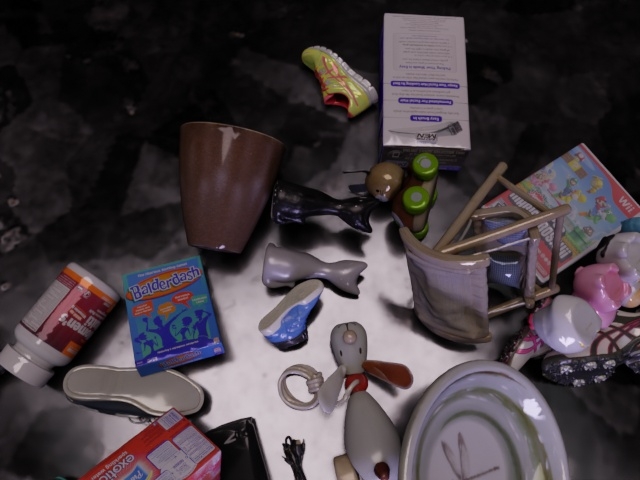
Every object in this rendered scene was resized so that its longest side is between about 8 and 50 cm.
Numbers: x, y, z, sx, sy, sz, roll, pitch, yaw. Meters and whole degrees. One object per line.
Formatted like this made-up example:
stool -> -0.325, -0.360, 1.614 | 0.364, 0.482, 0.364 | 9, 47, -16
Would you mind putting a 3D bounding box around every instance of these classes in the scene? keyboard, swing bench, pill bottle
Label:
keyboard -> -0.099, 0.477, 1.091 | 0.201, 0.033, 0.317 | -18, 72, 1
swing bench -> 0.297, 0.044, 1.107 | 0.254, 0.253, 0.165 | -34, 49, -12
pill bottle -> -0.499, 0.161, 1.154 | 0.121, 0.121, 0.221 | 32, 73, 10

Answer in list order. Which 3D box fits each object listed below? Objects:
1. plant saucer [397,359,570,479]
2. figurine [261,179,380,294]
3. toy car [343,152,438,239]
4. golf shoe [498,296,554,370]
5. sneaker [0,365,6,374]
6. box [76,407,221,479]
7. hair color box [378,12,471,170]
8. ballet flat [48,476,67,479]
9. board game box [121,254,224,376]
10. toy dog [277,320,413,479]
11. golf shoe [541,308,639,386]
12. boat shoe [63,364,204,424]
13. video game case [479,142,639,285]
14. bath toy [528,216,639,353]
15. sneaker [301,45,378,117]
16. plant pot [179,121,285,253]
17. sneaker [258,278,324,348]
plant saucer -> 0.265, 0.408, 1.029 | 0.400, 0.100, 0.400 | 9, 73, -32
figurine -> 0.000, 0.000, 1.204 | 0.209, 0.092, 0.215 | 9, 100, -2
toy car -> 0.139, -0.103, 1.240 | 0.188, 0.155, 0.149 | 13, 71, 15
golf shoe -> 0.421, 0.195, 1.172 | 0.086, 0.067, 0.186 | 39, 75, 11
sneaker -> -0.652, 0.287, 1.118 | 0.153, 0.101, 0.268 | -27, 70, -7
box -> -0.300, 0.421, 0.998 | 0.128, 0.123, 0.257 | 31, 44, 26
hair color box -> 0.224, -0.330, 1.338 | 0.185, 0.110, 0.339 | 3, 69, 0
ballet flat -> -0.383, 0.508, 1.042 | 0.280, 0.096, 0.095 | 17, 115, 11
board game box -> -0.287, 0.140, 1.165 | 0.160, 0.047, 0.210 | -15, 54, -11
toy dog -> 0.076, 0.311, 1.081 | 0.220, 0.161, 0.334 | -32, 74, -11
golf shoe -> 0.544, 0.203, 1.167 | 0.273, 0.105, 0.120 | -9, 52, -7
boat shoe -> -0.346, 0.291, 1.128 | 0.254, 0.079, 0.095 | 5, 54, -7
video game case -> 0.514, -0.061, 1.286 | 0.285, 0.025, 0.204 | -31, 73, -11
bath toy -> 0.518, 0.095, 1.130 | 0.348, 0.129, 0.151 | -34, 97, -28
sneaker -> 0.026, -0.357, 1.362 | 0.208, 0.081, 0.094 | 41, 82, 14
plant pot -> -0.195, -0.095, 1.219 | 0.215, 0.215, 0.230 | 9, 86, 3
sneaker -> -0.041, 0.148, 1.180 | 0.152, 0.084, 0.058 | -42, 33, -6
